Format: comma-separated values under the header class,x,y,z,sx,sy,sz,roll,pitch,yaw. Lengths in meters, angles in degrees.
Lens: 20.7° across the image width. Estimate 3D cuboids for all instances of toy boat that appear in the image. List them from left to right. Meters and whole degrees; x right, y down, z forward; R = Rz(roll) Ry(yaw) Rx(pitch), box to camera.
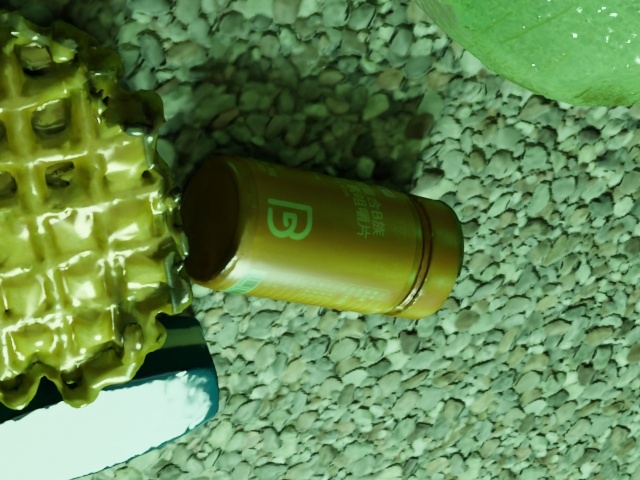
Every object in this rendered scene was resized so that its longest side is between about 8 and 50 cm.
class,x,y,z,sx,sy,sz,roll,pitch,yaw
toy boat,-0.215,0.135,1.266,0.299,0.062,0.096,-17,131,-17

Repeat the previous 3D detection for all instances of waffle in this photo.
class,x,y,z,sx,sy,sz,roll,pitch,yaw
waffle,-0.197,-0.011,1.147,0.280,0.060,0.262,31,107,-28

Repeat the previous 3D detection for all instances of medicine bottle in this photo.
class,x,y,z,sx,sy,sz,roll,pitch,yaw
medicine bottle,0.000,0.000,1.258,0.191,0.096,0.096,11,118,-33

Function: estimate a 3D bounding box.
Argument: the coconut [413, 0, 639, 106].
class,x,y,z,sx,sy,sz,roll,pitch,yaw
coconut,0.176,-0.222,1.067,0.328,0.328,0.281,6,94,-32
